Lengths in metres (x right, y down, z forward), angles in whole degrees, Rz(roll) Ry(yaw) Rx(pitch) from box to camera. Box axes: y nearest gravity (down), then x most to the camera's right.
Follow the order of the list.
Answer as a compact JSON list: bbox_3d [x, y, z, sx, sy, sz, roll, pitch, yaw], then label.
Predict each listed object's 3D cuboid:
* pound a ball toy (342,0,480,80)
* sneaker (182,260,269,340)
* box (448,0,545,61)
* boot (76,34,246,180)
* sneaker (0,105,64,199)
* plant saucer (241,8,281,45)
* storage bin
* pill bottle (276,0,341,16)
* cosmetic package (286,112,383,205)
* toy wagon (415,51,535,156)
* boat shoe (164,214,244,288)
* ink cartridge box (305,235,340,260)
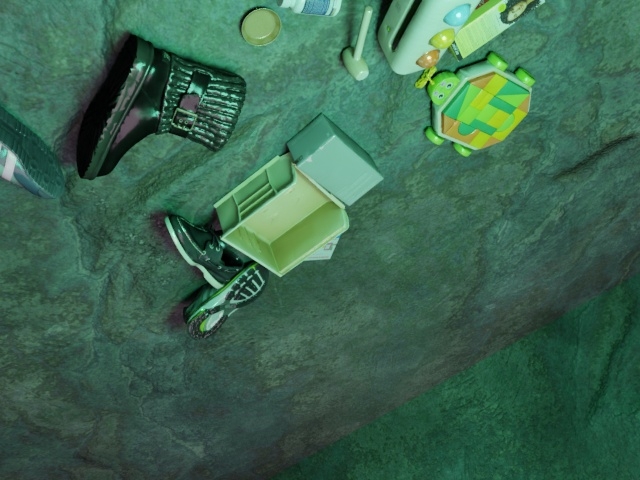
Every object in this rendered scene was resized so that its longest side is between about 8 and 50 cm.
[{"bbox_3d":[0.188,-0.431,1.296,0.208,0.135,0.319,-21,170,-16],"label":"pound a ball toy"},{"bbox_3d":[-0.283,0.151,1.840,0.300,0.121,0.111,-38,133,-14],"label":"sneaker"},{"bbox_3d":[0.389,-0.516,1.444,0.232,0.058,0.087,-34,141,13],"label":"box"},{"bbox_3d":[-0.335,-0.237,1.329,0.260,0.131,0.348,16,127,-40],"label":"boot"},{"bbox_3d":[-0.655,-0.184,1.265,0.131,0.112,0.319,-15,142,16],"label":"sneaker"},{"bbox_3d":[-0.122,-0.440,1.297,0.084,0.015,0.083,-14,141,-12],"label":"plant saucer"},{"bbox_3d":[-0.095,-0.066,1.664,0.260,0.123,0.262,-35,140,14],"label":"storage bin"},{"bbox_3d":[-0.024,-0.484,1.255,0.120,0.067,0.067,-4,138,-25],"label":"pill bottle"},{"bbox_3d":[0.039,-0.200,1.598,0.127,0.107,0.238,-37,138,16],"label":"cosmetic package"},{"bbox_3d":[0.386,-0.352,1.627,0.345,0.068,0.267,12,129,-38],"label":"toy wagon"},{"bbox_3d":[-0.291,0.016,1.655,0.113,0.127,0.340,-27,144,1],"label":"boat shoe"},{"bbox_3d":[0.000,0.000,1.849,0.089,0.052,0.122,-3,138,-26],"label":"ink cartridge box"}]
